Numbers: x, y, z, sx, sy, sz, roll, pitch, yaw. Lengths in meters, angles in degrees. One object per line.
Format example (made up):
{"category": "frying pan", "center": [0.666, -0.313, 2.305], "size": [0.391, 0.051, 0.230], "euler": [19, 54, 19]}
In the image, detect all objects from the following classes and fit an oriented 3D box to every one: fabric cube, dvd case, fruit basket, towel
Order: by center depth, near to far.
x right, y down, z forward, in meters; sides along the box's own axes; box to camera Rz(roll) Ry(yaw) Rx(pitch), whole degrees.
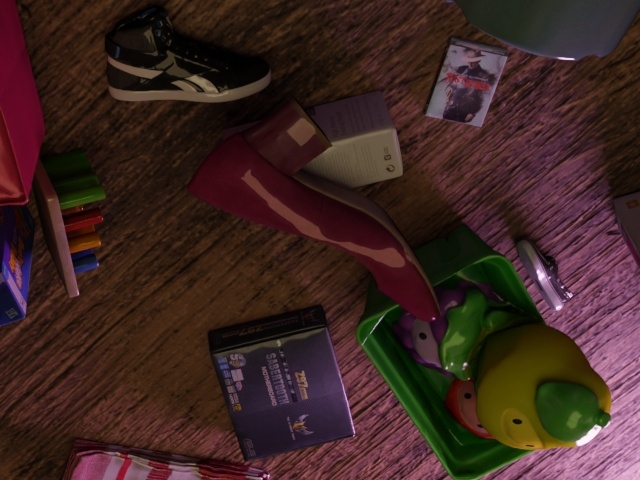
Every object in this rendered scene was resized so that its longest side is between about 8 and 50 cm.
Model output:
{"category": "fabric cube", "center": [-0.491, -0.178, 1.653], "size": [0.254, 0.258, 0.259], "euler": [-11, 114, -2]}
{"category": "dvd case", "center": [0.201, -0.219, 1.887], "size": [0.087, 0.013, 0.119], "euler": [11, 120, -14]}
{"category": "fruit basket", "center": [0.249, 0.198, 1.954], "size": [0.283, 0.392, 0.392], "euler": [-28, 122, 10]}
{"category": "towel", "center": [-0.269, 0.446, 2.237], "size": [0.329, 0.037, 0.237], "euler": [11, 121, -15]}

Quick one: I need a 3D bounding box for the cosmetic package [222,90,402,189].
{"category": "cosmetic package", "center": [-0.013, -0.121, 1.860], "size": [0.231, 0.117, 0.085], "euler": [-13, 123, -1]}

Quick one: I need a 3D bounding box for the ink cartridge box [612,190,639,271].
{"category": "ink cartridge box", "center": [0.542, 0.036, 1.884], "size": [0.176, 0.371, 0.069], "euler": [-16, 123, 4]}

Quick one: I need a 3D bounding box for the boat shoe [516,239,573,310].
{"category": "boat shoe", "center": [0.339, 0.046, 2.060], "size": [0.040, 0.049, 0.142], "euler": [-37, 123, -6]}

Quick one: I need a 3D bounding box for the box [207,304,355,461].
{"category": "box", "center": [-0.058, 0.224, 2.108], "size": [0.183, 0.059, 0.232], "euler": [-13, 124, 0]}

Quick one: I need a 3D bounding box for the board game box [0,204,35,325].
{"category": "board game box", "center": [-0.565, 0.061, 1.832], "size": [0.347, 0.233, 0.078], "euler": [-18, 123, 4]}

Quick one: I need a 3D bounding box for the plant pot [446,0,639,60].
{"category": "plant pot", "center": [0.305, -0.417, 1.608], "size": [0.341, 0.341, 0.334], "euler": [10, 129, -14]}

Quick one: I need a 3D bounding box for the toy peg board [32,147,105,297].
{"category": "toy peg board", "center": [-0.336, -0.036, 1.853], "size": [0.079, 0.161, 0.160], "euler": [-16, 124, -15]}

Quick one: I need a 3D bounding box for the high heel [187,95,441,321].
{"category": "high heel", "center": [0.000, 0.000, 1.796], "size": [0.181, 0.127, 0.377], "euler": [-37, 107, 5]}

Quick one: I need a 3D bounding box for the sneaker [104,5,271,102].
{"category": "sneaker", "center": [-0.174, -0.247, 1.777], "size": [0.217, 0.079, 0.121], "euler": [-4, 124, -3]}
